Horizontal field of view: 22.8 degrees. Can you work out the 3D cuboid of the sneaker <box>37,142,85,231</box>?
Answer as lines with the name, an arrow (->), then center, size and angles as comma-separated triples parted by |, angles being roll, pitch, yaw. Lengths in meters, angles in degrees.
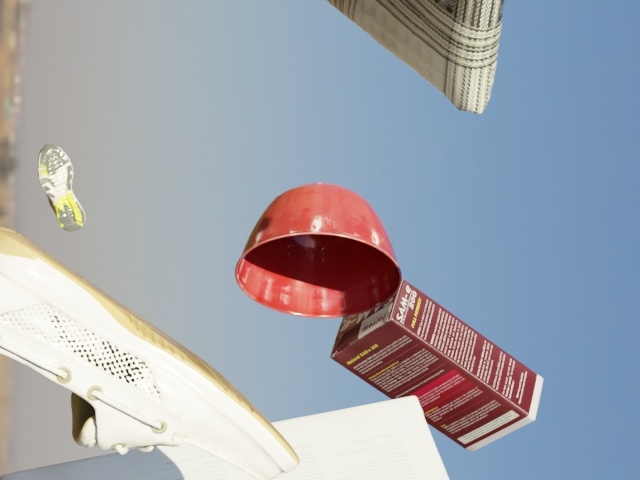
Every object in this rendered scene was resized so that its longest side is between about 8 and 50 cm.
sneaker -> -0.235, -0.048, 1.410 | 0.035, 0.031, 0.083 | 35, -39, 60

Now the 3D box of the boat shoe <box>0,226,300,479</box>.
boat shoe -> -0.139, 0.102, 1.104 | 0.096, 0.277, 0.098 | -54, -160, -4

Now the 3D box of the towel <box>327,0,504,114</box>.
towel -> 0.050, -0.309, 1.328 | 0.324, 0.056, 0.312 | 49, -30, 37

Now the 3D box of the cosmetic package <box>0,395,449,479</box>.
cosmetic package -> -0.053, 0.300, 1.312 | 0.097, 0.377, 0.284 | 103, -27, -49

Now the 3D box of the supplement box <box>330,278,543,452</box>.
supplement box -> 0.148, 0.161, 1.999 | 0.130, 0.239, 0.073 | -35, -153, 44

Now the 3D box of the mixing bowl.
mixing bowl -> 0.000, 0.000, 1.745 | 0.181, 0.181, 0.098 | 108, -13, -58
